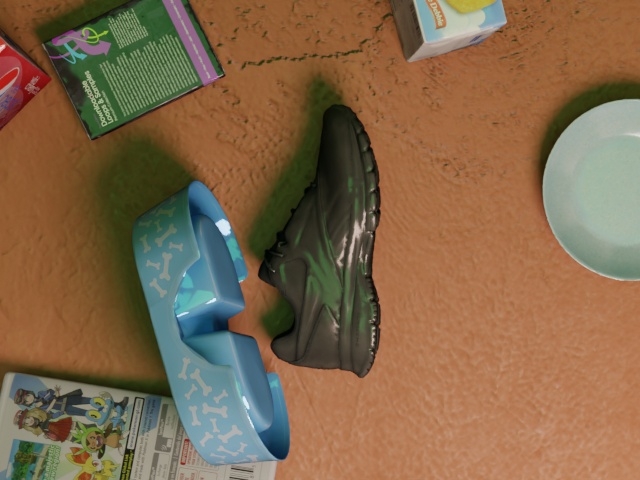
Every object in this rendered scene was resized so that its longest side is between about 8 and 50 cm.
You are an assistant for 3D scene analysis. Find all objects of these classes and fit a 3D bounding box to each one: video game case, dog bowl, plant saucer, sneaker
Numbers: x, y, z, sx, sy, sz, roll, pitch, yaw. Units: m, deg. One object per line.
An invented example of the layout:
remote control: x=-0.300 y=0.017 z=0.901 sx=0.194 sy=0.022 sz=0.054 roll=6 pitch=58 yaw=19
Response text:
video game case: x=-0.209 y=0.317 z=1.392 sx=0.300 sy=0.036 sz=0.329 roll=10 pitch=71 yaw=-2
dog bowl: x=-0.113 y=0.090 z=1.373 sx=0.074 sy=0.166 sz=0.297 roll=-20 pitch=78 yaw=10
plant saucer: x=0.332 y=-0.054 z=1.460 sx=0.195 sy=0.037 sz=0.195 roll=0 pitch=90 yaw=-3
sneaker: x=0.000 y=0.000 z=1.418 sx=0.130 sy=0.109 sz=0.286 roll=1 pitch=88 yaw=4

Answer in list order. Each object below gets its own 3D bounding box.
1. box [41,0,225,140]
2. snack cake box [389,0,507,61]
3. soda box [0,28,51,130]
box: x=-0.198 y=-0.192 z=1.442 sx=0.162 sy=0.029 sz=0.116 roll=-26 pitch=91 yaw=-3
snack cake box: x=0.104 y=-0.327 z=1.392 sx=0.089 sy=0.152 sz=0.264 roll=-15 pitch=92 yaw=-3
soda box: x=-0.338 y=-0.174 z=1.319 sx=0.092 sy=0.263 sz=0.083 roll=44 pitch=89 yaw=-2
